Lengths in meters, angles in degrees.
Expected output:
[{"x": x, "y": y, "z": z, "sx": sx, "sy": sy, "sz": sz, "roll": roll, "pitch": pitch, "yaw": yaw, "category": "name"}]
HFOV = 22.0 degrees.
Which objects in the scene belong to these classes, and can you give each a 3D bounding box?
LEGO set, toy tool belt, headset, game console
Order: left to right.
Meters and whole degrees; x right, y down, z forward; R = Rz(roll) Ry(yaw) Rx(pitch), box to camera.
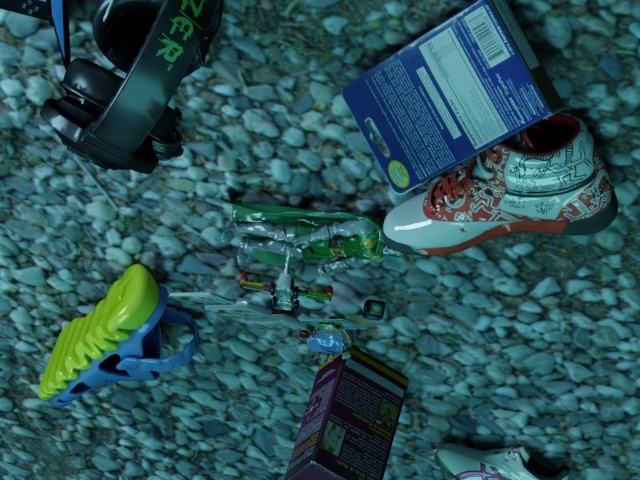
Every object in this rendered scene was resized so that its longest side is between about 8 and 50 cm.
[{"x": -0.311, "y": -0.266, "z": 1.738, "sx": 0.124, "sy": 0.085, "sz": 0.144, "roll": 15, "pitch": 141, "yaw": 5, "category": "game console"}, {"x": -0.169, "y": -0.168, "z": 1.697, "sx": 0.185, "sy": 0.243, "sz": 0.394, "roll": 28, "pitch": 160, "yaw": -17, "category": "headset"}, {"x": -0.041, "y": 0.068, "z": 2.023, "sx": 0.244, "sy": 0.060, "sz": 0.182, "roll": -4, "pitch": 161, "yaw": 43, "category": "LEGO set"}, {"x": 0.005, "y": 0.130, "z": 2.117, "sx": 0.083, "sy": 0.051, "sz": 0.052, "roll": 2, "pitch": 139, "yaw": 21, "category": "toy tool belt"}]

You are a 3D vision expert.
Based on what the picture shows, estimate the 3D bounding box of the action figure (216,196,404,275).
[{"x": 0.000, "y": 0.000, "z": 1.951, "sx": 0.232, "sy": 0.063, "sz": 0.137, "roll": 0, "pitch": 149, "yaw": 27, "category": "action figure"}]

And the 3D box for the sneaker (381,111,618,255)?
[{"x": 0.177, "y": -0.068, "z": 1.779, "sx": 0.270, "sy": 0.090, "sz": 0.145, "roll": -6, "pitch": 135, "yaw": 23, "category": "sneaker"}]

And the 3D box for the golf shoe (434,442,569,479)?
[{"x": 0.249, "y": 0.308, "z": 2.236, "sx": 0.186, "sy": 0.067, "sz": 0.086, "roll": 20, "pitch": 111, "yaw": 5, "category": "golf shoe"}]

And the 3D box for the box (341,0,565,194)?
[{"x": 0.131, "y": -0.148, "z": 1.692, "sx": 0.225, "sy": 0.036, "sz": 0.136, "roll": -28, "pitch": 91, "yaw": 42, "category": "box"}]

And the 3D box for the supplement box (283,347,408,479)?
[{"x": 0.035, "y": 0.247, "z": 2.135, "sx": 0.104, "sy": 0.188, "sz": 0.081, "roll": 30, "pitch": 141, "yaw": -15, "category": "supplement box"}]

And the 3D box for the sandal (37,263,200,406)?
[{"x": -0.272, "y": 0.155, "z": 2.209, "sx": 0.138, "sy": 0.126, "sz": 0.317, "roll": 31, "pitch": 142, "yaw": -21, "category": "sandal"}]

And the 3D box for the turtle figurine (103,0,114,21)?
[{"x": -0.255, "y": -0.332, "z": 1.571, "sx": 0.175, "sy": 0.118, "sz": 0.234, "roll": -2, "pitch": 117, "yaw": -21, "category": "turtle figurine"}]
